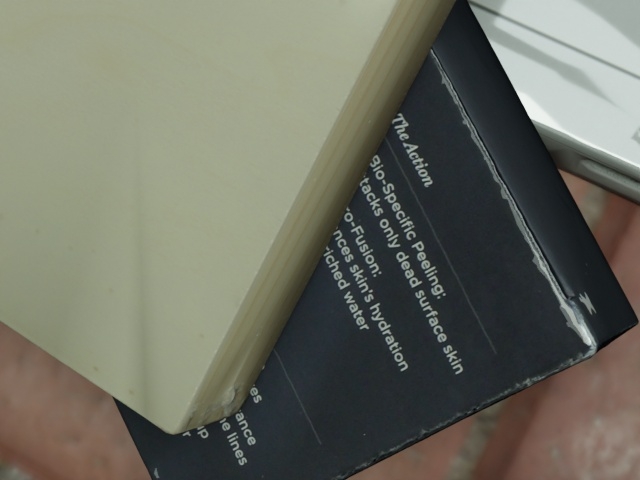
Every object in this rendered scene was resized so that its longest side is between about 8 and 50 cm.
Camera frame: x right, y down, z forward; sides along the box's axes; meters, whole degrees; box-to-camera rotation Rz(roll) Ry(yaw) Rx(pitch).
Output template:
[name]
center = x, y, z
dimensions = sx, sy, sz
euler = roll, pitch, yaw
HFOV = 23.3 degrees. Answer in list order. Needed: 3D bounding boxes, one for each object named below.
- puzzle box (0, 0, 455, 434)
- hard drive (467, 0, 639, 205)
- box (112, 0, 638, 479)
[puzzle box]
center = -0.137, -0.159, 0.506
dimensions = 0.409, 0.052, 0.272
euler = 32, 103, 18
[hard drive]
center = 0.193, -0.178, 0.612
dimensions = 0.233, 0.047, 0.353
euler = 25, 81, 5
[box]
center = 0.000, 0.000, 0.536
dimensions = 0.158, 0.093, 0.156
euler = -30, 81, 19
